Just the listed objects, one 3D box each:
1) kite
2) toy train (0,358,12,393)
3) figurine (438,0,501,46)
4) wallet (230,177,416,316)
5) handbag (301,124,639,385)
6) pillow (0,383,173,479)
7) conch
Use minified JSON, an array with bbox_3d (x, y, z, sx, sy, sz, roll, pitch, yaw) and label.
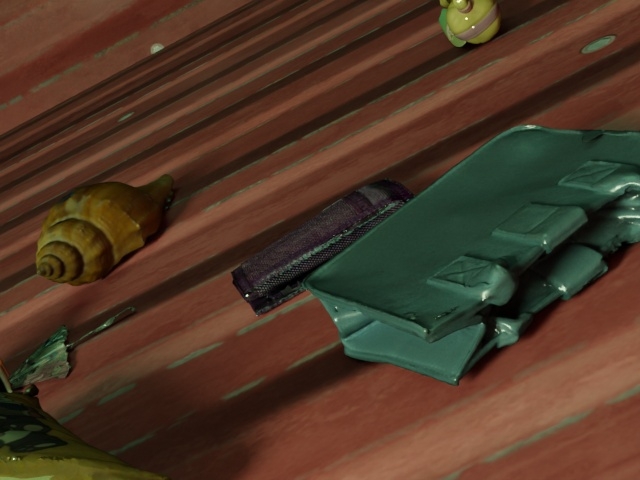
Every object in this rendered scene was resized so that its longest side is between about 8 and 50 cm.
[{"bbox_3d":[-0.243,0.104,1.127,0.157,0.011,0.139,-32,21,-5],"label":"kite"},{"bbox_3d":[-0.425,0.218,0.966,0.089,0.086,0.409,-14,24,43],"label":"toy train"},{"bbox_3d":[0.176,-0.276,1.428,0.083,0.083,0.187,-25,9,12],"label":"figurine"},{"bbox_3d":[0.000,-0.001,1.011,0.166,0.030,0.111,-31,19,-5],"label":"wallet"},{"bbox_3d":[0.120,0.003,0.785,0.229,0.062,0.179,-36,23,-22],"label":"handbag"},{"bbox_3d":[-0.276,0.194,0.747,0.312,0.119,0.310,-27,19,-24],"label":"pillow"},{"bbox_3d":[-0.241,-0.032,1.347,0.109,0.093,0.330,-28,16,26],"label":"conch"}]
